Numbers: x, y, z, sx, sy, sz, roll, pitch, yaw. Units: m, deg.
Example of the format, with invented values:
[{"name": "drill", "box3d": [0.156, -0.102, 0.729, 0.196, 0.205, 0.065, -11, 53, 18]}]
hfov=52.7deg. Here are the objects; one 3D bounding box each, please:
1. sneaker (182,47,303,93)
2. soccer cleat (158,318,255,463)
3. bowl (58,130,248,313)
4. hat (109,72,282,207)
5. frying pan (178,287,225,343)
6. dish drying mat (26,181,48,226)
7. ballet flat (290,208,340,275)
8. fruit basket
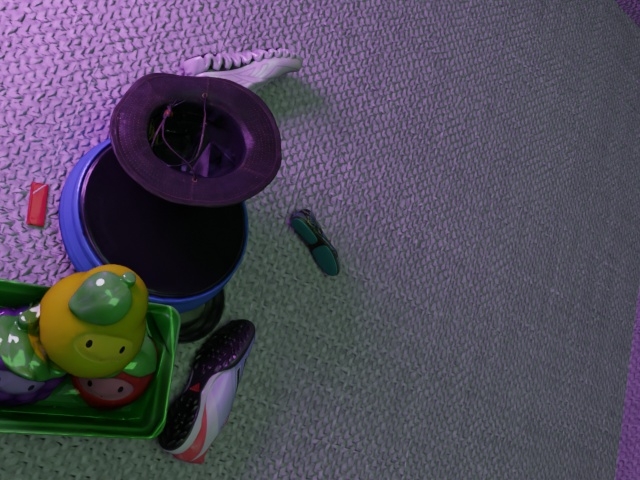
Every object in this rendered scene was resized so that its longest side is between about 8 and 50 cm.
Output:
[{"name": "sneaker", "box3d": [-0.171, -0.378, 1.497, 0.292, 0.110, 0.118, -16, 101, -28]}, {"name": "soccer cleat", "box3d": [-0.223, 0.317, 1.377, 0.318, 0.109, 0.116, -62, 140, -27]}, {"name": "bowl", "box3d": [-0.322, -0.045, 1.317, 0.392, 0.077, 0.390, 12, 68, -32]}, {"name": "hat", "box3d": [-0.249, -0.175, 1.281, 0.332, 0.134, 0.331, 9, 61, -17]}, {"name": "frying pan", "box3d": [-0.351, 0.107, 1.329, 0.326, 0.053, 0.197, 12, 73, -29]}, {"name": "dish drying mat", "box3d": [-0.543, -0.070, 1.240, 0.032, 0.008, 0.083, 10, 78, -35]}, {"name": "ballet flat", "box3d": [0.000, 0.000, 1.591, 0.070, 0.070, 0.188, -45, 113, -31]}, {"name": "fruit basket", "box3d": [-0.406, 0.187, 1.088, 0.392, 0.392, 0.282, 14, 76, -34]}]
